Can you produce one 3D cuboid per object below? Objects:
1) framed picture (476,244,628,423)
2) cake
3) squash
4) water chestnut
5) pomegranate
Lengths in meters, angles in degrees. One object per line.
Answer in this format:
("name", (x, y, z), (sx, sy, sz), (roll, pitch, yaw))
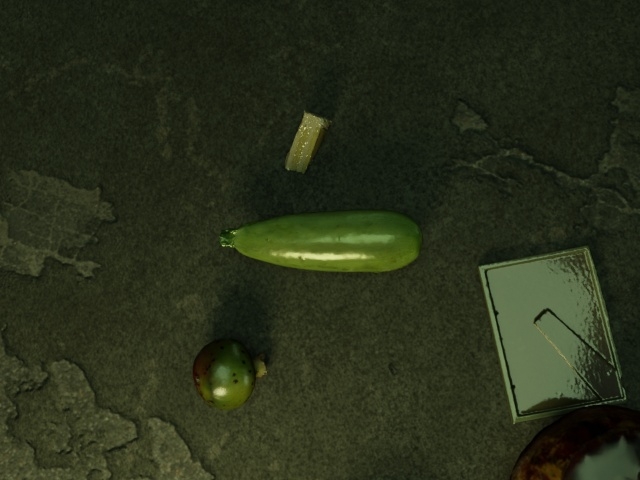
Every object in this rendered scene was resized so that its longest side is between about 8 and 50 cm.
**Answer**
("framed picture", (0.419, 0.166, 1.258), (0.211, 0.020, 0.290), (-11, 79, 3))
("cake", (-0.025, -0.188, 1.352), (0.052, 0.065, 0.121), (25, 106, 8))
("squash", (0.002, 0.003, 1.275), (0.370, 0.118, 0.119), (-2, 80, 8))
("water chestnut", (0.462, 0.427, 1.067), (0.350, 0.302, 0.351), (0, 80, 0))
("pomegranate", (-0.169, 0.239, 1.252), (0.130, 0.130, 0.130), (-1, 80, 5))
